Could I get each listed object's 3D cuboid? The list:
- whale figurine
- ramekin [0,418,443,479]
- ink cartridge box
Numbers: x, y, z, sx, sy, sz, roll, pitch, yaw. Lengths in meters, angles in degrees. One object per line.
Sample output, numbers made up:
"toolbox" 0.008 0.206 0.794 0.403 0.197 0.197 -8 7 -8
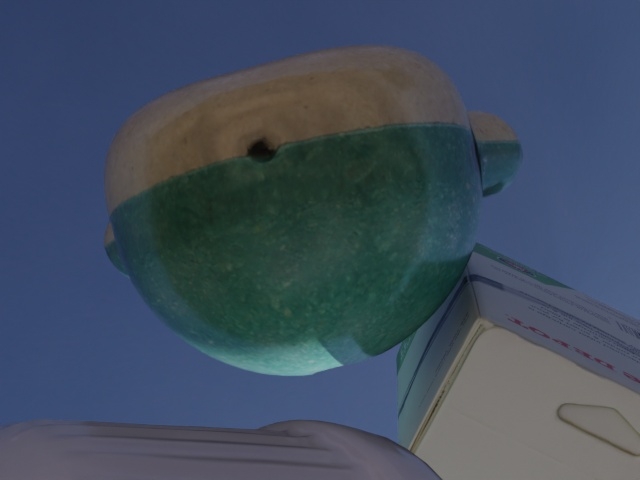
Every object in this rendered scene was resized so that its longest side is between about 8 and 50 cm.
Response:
"whale figurine" 0.000 0.000 0.811 0.216 0.272 0.141 -14 -101 5
"ramekin" -0.064 0.174 0.456 0.127 0.273 0.273 15 -90 -25
"ink cartridge box" 0.121 0.082 0.821 0.153 0.208 0.087 26 -80 -2
